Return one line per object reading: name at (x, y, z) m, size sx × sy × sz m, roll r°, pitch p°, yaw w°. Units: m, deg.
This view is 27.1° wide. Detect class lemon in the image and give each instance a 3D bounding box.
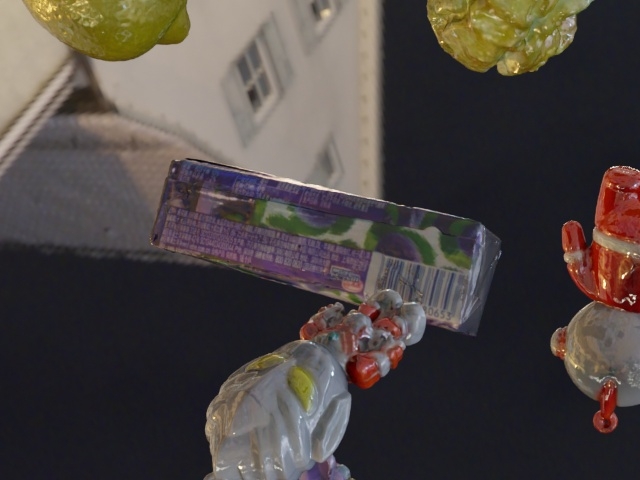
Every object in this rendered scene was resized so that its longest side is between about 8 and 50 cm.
lemon at (-0.252, -0.306, 1.502) m, size 0.184 × 0.248 × 0.184 m, roll -55°, pitch -172°, yaw 12°

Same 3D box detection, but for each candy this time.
candy at (0.000, 0.000, 1.108) m, size 0.312 × 0.061 × 0.088 m, roll 15°, pitch -93°, yaw 30°

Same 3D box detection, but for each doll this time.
doll at (-0.009, 0.092, 0.818) m, size 0.094 × 0.079 × 0.180 m, roll 31°, pitch -119°, yaw 36°
doll at (0.277, 0.059, 1.187) m, size 0.142 × 0.245 × 0.076 m, roll 12°, pitch -160°, yaw 18°

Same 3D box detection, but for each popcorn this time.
popcorn at (0.217, -0.289, 1.490) m, size 0.183 × 0.221 × 0.204 m, roll 39°, pitch -131°, yaw 4°

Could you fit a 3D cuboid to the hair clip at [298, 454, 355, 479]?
hair clip at (-0.007, 0.325, 1.648) m, size 0.137 × 0.279 × 0.090 m, roll 35°, pitch -133°, yaw 31°
